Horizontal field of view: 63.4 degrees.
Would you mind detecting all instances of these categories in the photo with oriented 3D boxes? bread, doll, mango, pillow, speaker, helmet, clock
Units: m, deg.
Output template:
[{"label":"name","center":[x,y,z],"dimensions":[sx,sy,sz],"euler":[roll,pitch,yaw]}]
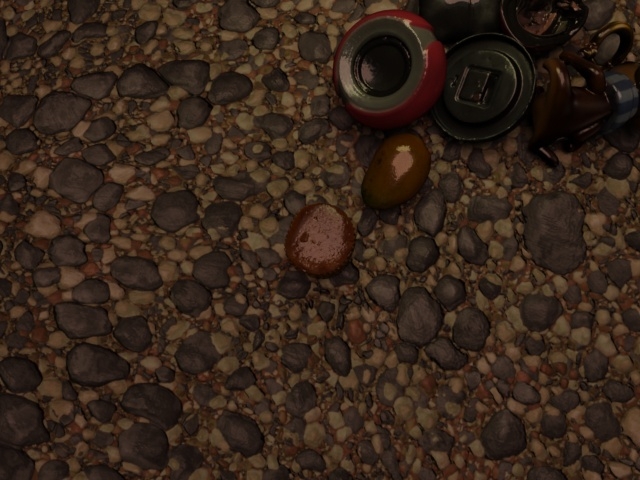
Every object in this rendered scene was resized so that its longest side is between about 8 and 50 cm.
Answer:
[{"label":"bread","center":[-0.001,0.000,1.353],"dimensions":[0.199,0.104,0.198],"euler":[0,81,2]},{"label":"doll","center":[0.695,-0.374,1.333],"dimensions":[0.340,0.209,0.317],"euler":[-14,112,4]},{"label":"mango","center":[0.201,-0.175,1.361],"dimensions":[0.152,0.120,0.221],"euler":[25,90,12]},{"label":"pillow","center":[0.382,-0.631,1.419],"dimensions":[0.250,0.106,0.185],"euler":[-4,114,4]},{"label":"speaker","center":[0.179,-0.427,1.330],"dimensions":[0.295,0.294,0.293],"euler":[-1,80,4]},{"label":"helmet","center":[0.575,-0.592,1.380],"dimensions":[0.254,0.154,0.198],"euler":[-28,91,-4]},{"label":"clock","center":[0.419,-0.394,1.354],"dimensions":[0.281,0.055,0.280],"euler":[-1,87,32]}]
